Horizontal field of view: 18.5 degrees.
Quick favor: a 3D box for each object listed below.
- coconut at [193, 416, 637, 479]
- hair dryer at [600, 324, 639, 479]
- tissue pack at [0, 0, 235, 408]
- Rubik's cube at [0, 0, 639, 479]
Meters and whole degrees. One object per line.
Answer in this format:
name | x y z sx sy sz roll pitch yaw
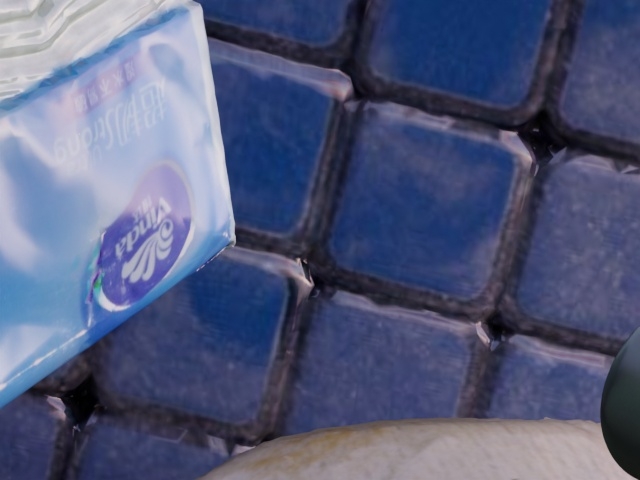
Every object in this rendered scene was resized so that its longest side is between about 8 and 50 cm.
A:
coconut | 0.043 0.245 0.615 0.346 0.346 0.360 21 23 -16
hair dryer | 0.066 0.071 0.439 0.071 0.150 0.047 24 -41 48
tissue pack | -0.182 -0.008 0.546 0.198 0.146 0.263 7 27 33
Rubik's cube | 0.000 0.000 0.965 0.337 0.344 0.344 14 6 0
